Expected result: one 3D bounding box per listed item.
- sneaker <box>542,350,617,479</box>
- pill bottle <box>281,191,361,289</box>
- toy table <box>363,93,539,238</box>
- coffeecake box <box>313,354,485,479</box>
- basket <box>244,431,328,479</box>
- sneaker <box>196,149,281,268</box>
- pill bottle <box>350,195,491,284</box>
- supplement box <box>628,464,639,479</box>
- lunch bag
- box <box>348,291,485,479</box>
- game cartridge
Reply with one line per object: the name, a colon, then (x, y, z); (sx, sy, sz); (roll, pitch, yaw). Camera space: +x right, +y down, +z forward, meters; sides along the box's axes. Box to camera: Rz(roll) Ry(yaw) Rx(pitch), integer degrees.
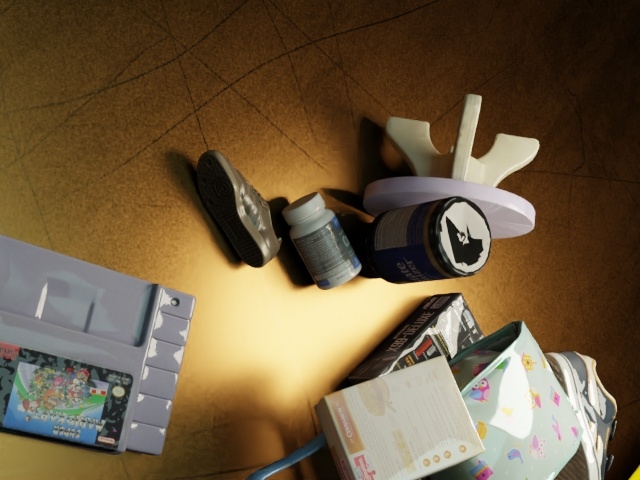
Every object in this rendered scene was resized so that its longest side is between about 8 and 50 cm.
sneaker: (0.486, 0.364, 1.702); (0.127, 0.126, 0.321); (-2, 83, -32)
pill bottle: (0.000, 0.000, 1.414); (0.078, 0.078, 0.137); (-38, 107, -35)
toy table: (0.218, -0.112, 1.509); (0.274, 0.252, 0.161); (13, 69, -7)
coffeecake box: (0.105, 0.255, 1.245); (0.185, 0.068, 0.142); (-15, 71, -19)
basket: (0.003, 0.413, 1.276); (0.254, 0.201, 0.289); (-22, 105, -44)
sneaker: (-0.118, -0.053, 1.353); (0.071, 0.066, 0.188); (-44, 116, -51)
pill bottle: (0.149, 0.005, 1.437); (0.122, 0.219, 0.123); (6, 79, -36)
supplement box: (0.661, 0.539, 1.725); (0.356, 0.195, 0.194); (-34, 137, -36)
lunch bag: (0.276, 0.277, 1.427); (0.262, 0.160, 0.223); (-34, 96, -30)
box: (0.212, 0.280, 1.536); (0.242, 0.076, 0.308); (-40, 107, -34)
game cartridge: (-0.336, 0.132, 1.153); (0.355, 0.068, 0.230); (21, 67, -33)
